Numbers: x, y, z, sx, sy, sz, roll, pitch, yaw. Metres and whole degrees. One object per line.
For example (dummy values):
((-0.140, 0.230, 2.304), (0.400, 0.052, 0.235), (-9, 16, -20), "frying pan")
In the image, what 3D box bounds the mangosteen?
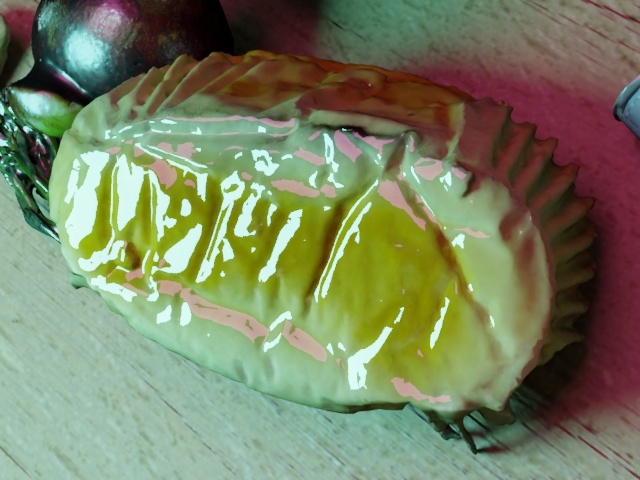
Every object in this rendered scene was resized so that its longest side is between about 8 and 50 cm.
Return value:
((-0.155, -0.138, 1.456), (0.172, 0.172, 0.184), (18, 57, 34), "mangosteen")

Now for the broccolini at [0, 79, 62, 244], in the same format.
((-0.221, -0.052, 1.521), (0.091, 0.068, 0.203), (-32, 55, -10), "broccolini")

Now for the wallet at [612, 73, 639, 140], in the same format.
((0.324, -0.053, 1.207), (0.176, 0.075, 0.250), (-40, 55, 12), "wallet")

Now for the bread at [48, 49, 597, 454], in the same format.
((0.005, -0.012, 1.297), (0.388, 0.183, 0.236), (21, 101, 20), "bread")

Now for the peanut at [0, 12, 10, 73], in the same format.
((-0.364, -0.130, 1.625), (0.227, 0.086, 0.104), (-24, 48, 16), "peanut")
